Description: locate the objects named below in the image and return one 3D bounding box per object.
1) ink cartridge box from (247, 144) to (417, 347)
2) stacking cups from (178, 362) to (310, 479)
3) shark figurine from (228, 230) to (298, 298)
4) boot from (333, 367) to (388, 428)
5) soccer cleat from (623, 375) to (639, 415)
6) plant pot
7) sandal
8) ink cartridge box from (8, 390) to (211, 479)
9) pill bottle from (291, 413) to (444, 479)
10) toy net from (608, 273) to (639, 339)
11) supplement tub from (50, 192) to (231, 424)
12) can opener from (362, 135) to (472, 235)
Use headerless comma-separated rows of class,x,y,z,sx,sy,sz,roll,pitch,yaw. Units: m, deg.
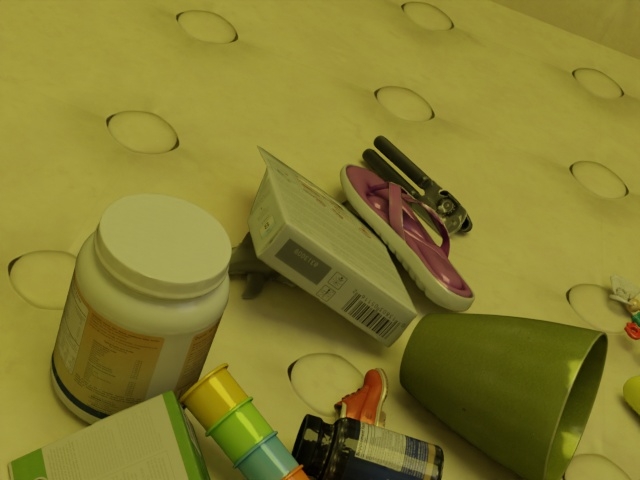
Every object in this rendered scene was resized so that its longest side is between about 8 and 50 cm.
ink cartridge box,0.000,0.000,2.177,0.308,0.091,0.385,35,14,-23
stacking cups,-0.071,0.325,1.745,0.316,0.096,0.096,47,41,8
shark figurine,-0.146,0.031,2.105,0.278,0.116,0.166,-10,46,-39
boot,0.067,0.265,1.971,0.084,0.059,0.158,14,38,-3
soccer cleat,0.651,0.353,2.136,0.121,0.093,0.289,-24,56,-37
plant pot,0.291,0.236,1.987,0.293,0.275,0.275,19,33,23
sandal,0.189,-0.028,2.328,0.169,0.102,0.416,12,34,-49
ink cartridge box,-0.288,0.350,1.660,0.255,0.097,0.189,-23,48,-3
pill bottle,0.068,0.342,1.817,0.219,0.123,0.123,18,37,-4
toy net,0.637,0.162,2.409,0.122,0.045,0.232,-3,42,-28
supplement tub,-0.265,0.109,1.771,0.228,0.316,0.228,15,37,-11
can opener,0.208,-0.109,2.517,0.283,0.076,0.095,46,10,29
